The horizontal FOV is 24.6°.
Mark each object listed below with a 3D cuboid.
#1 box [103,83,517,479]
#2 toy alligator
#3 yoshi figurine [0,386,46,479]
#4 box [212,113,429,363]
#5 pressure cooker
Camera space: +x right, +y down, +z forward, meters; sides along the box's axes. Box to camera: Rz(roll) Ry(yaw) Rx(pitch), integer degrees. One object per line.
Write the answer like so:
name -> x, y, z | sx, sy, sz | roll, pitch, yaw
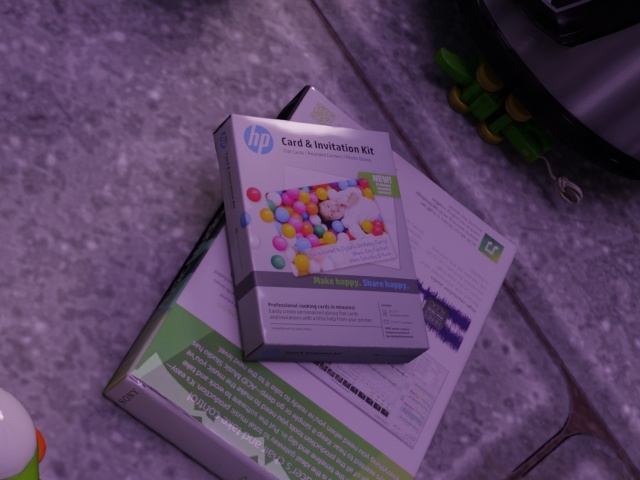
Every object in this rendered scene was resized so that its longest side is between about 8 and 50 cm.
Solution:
box -> 0.005, 0.059, 1.152 | 0.232, 0.058, 0.322 | 38, 52, -10
toy alligator -> 0.180, -0.114, 1.340 | 0.190, 0.056, 0.051 | 45, 52, -5
yoshi figurine -> -0.290, 0.092, 0.884 | 0.203, 0.203, 0.362 | -35, 90, -22
box -> 0.000, 0.000, 1.118 | 0.145, 0.038, 0.186 | 5, 63, -30
pressure cooker -> 0.361, -0.301, 1.284 | 0.370, 0.420, 0.375 | 34, 42, -19
